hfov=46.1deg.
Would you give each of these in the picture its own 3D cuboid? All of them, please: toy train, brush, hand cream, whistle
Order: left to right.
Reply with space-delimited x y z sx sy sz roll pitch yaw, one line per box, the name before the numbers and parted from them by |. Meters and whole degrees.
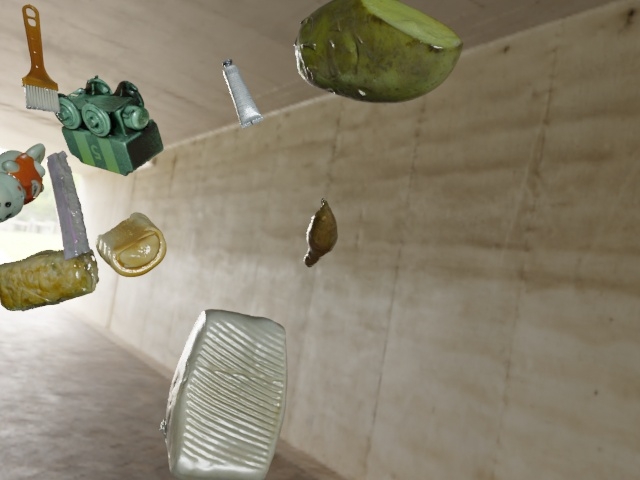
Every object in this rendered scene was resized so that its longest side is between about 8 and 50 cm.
whistle | -0.586 -0.109 1.428 0.101 0.253 0.106 -35 -66 28
brush | -0.707 -0.458 1.869 0.090 0.315 0.017 3 -24 -43
toy train | -0.571 -0.301 1.998 0.299 0.238 0.167 16 43 32
hand cream | -0.220 -0.404 2.061 0.067 0.195 0.042 -22 -6 -7

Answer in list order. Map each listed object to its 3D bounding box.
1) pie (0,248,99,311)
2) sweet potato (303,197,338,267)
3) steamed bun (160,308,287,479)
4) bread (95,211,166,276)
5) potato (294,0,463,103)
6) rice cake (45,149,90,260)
pie | -0.633 0.088 1.708 0.282 0.129 0.068 -12 4 22
sweet potato | 0.000 0.003 1.766 0.074 0.075 0.269 9 -35 -5
steamed bun | -0.210 0.354 1.628 0.247 0.384 0.236 15 -31 -18
bread | -0.360 0.014 1.439 0.119 0.084 0.177 -29 28 -17
potato | 0.090 -0.311 1.214 0.298 0.176 0.141 9 35 29
rice cake | -0.547 -0.076 1.615 0.055 0.270 0.049 -35 -27 34
